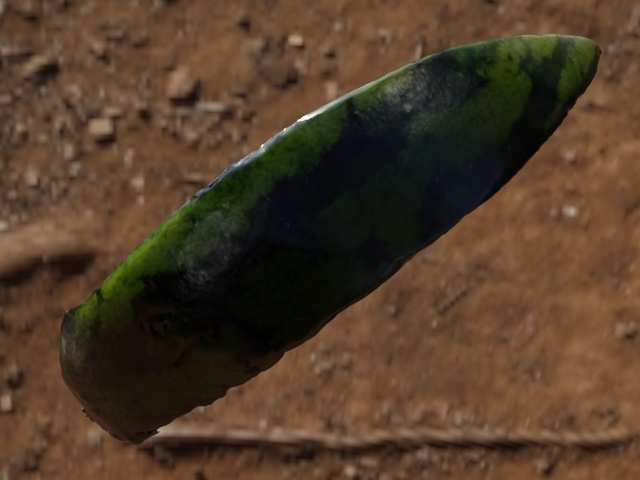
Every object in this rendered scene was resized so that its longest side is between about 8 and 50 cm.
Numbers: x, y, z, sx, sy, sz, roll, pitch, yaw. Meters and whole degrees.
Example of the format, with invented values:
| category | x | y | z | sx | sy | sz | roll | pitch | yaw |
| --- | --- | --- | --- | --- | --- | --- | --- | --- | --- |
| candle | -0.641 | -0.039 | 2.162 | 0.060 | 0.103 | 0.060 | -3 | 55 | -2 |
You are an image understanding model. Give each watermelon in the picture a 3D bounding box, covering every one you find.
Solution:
| category | x | y | z | sx | sy | sz | roll | pitch | yaw |
| --- | --- | --- | --- | --- | --- | --- | --- | --- | --- |
| watermelon | -0.003 | -0.005 | 0.702 | 0.245 | 0.119 | 0.063 | -38 | 89 | 8 |
